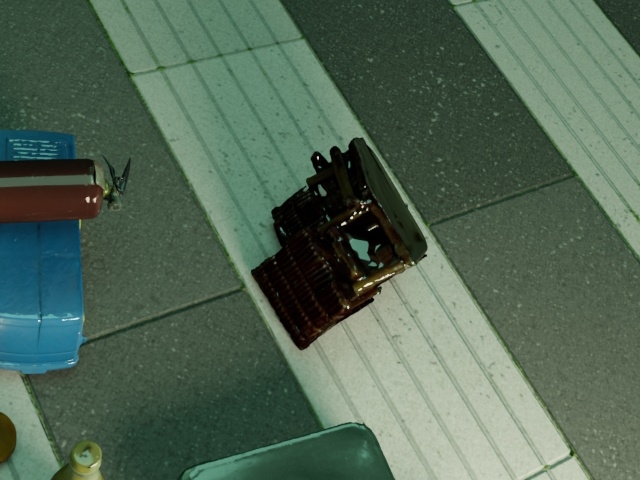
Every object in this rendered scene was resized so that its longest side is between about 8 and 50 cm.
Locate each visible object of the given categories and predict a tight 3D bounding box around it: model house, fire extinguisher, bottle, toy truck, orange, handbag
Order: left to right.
[{"bbox_3d":[-0.478,0.284,1.448,0.086,0.062,0.086,10,56,-15],"label":"orange"},{"bbox_3d":[-0.452,0.012,1.578,0.161,0.162,0.385,2,57,-19],"label":"toy truck"},{"bbox_3d":[-0.410,-0.080,1.491,0.269,0.105,0.105,-4,59,-21],"label":"fire extinguisher"},{"bbox_3d":[-0.322,0.332,1.338,0.083,0.270,0.083,10,54,-14],"label":"bottle"},{"bbox_3d":[-0.036,0.405,1.460,0.326,0.089,0.238,-10,48,-21],"label":"handbag"},{"bbox_3d":[0.000,0.000,1.695,0.282,0.297,0.317,-34,72,13],"label":"model house"}]
